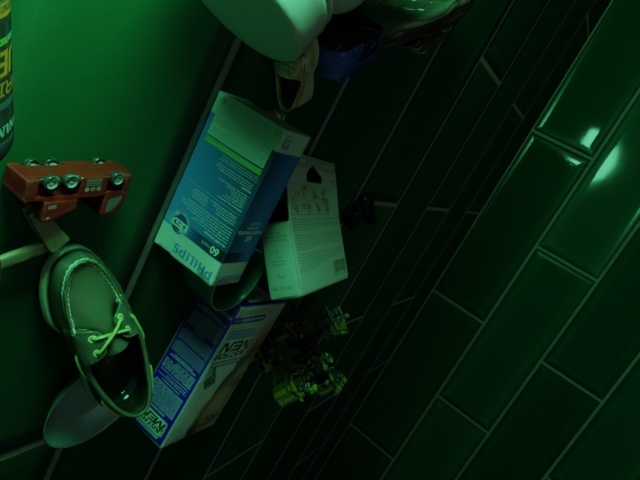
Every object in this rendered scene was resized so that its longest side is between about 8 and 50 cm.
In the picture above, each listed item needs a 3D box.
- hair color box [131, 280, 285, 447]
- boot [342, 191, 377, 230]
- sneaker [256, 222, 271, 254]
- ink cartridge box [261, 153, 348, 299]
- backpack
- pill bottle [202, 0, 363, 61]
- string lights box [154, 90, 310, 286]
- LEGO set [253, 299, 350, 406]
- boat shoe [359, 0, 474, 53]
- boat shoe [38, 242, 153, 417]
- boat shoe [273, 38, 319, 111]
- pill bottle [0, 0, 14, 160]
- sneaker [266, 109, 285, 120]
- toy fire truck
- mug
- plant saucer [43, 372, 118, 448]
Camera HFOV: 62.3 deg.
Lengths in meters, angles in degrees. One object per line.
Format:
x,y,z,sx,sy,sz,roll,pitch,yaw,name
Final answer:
-0.229,0.244,1.101,0.338,0.110,0.185,-58,158,11,hair color box
0.105,-0.063,1.419,0.099,0.045,0.121,-47,149,-25,boot
-0.074,0.002,1.127,0.235,0.090,0.094,50,54,-64,sneaker
-0.028,-0.033,1.051,0.296,0.066,0.261,-7,90,-71,ink cartridge box
0.030,-0.310,0.861,0.120,0.098,0.101,-40,157,-34,backpack
0.019,-0.393,0.587,0.361,0.204,0.204,-52,157,-7,pill bottle
-0.139,-0.075,0.802,0.259,0.133,0.077,-61,157,16,string lights box
-0.008,0.289,1.401,0.192,0.254,0.331,-33,151,19,LEGO set
0.194,-0.416,0.999,0.355,0.132,0.130,-37,151,-35,boat shoe
-0.310,0.140,0.765,0.109,0.091,0.304,-37,140,-39,boat shoe
-0.043,-0.269,0.819,0.059,0.063,0.170,-50,158,-27,boat shoe
-0.305,-0.134,0.397,0.130,0.130,0.245,-27,145,-49,pill bottle
-0.091,-0.146,0.897,0.075,0.057,0.161,-27,142,-39,sneaker
-0.321,-0.027,0.619,0.192,0.047,0.135,-16,136,-58,toy fire truck
-0.170,0.035,0.939,0.157,0.097,0.129,-53,157,-8,mug
-0.386,0.262,0.901,0.195,0.037,0.195,-43,154,-27,plant saucer
